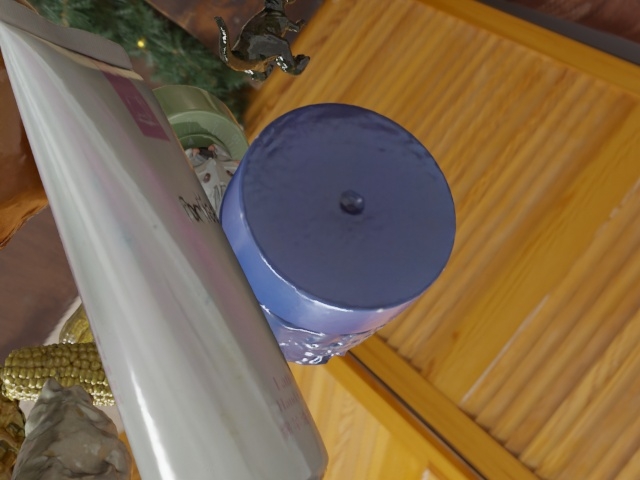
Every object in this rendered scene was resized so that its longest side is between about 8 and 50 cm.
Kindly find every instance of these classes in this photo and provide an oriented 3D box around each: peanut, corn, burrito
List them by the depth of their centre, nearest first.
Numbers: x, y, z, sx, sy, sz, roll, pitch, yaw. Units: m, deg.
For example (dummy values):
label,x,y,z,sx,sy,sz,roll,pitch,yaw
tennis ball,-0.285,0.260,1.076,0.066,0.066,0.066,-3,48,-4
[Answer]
label,x,y,z,sx,sy,sz,roll,pitch,yaw
burrito,-0.181,0.237,0.653,0.117,0.392,0.076,39,103,-24
corn,-0.337,0.210,1.424,0.318,0.115,0.115,5,116,-16
peanut,-0.426,0.146,1.711,0.087,0.087,0.206,32,92,-46

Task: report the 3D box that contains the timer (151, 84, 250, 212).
label,x,y,z,sx,sy,sz,roll,pitch,yaw
timer,-0.234,-0.120,1.720,0.291,0.315,0.290,-12,118,-24

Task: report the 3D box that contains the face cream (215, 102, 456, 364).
label,x,y,z,sx,sy,sz,roll,pitch,yaw
face cream,0.000,0.000,1.043,0.249,0.249,0.225,-24,168,-25

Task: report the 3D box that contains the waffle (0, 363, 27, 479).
label,x,y,z,sx,sy,sz,roll,pitch,yaw
waffle,-0.623,0.326,1.483,0.302,0.324,0.068,4,150,-43

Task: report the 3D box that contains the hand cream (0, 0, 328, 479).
label,x,y,z,sx,sy,sz,roll,pitch,yaw
hand cream,-0.105,0.016,0.602,0.118,0.358,0.185,-22,176,15

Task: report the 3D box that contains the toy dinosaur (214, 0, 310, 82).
label,x,y,z,sx,sy,sz,roll,pitch,yaw
toy dinosaur,-0.088,-0.277,1.110,0.179,0.087,0.187,38,54,-49

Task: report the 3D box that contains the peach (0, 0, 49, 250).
label,x,y,z,sx,sy,sz,roll,pitch,yaw
peach,-0.416,-0.116,0.931,0.343,0.343,0.301,-40,111,-12
